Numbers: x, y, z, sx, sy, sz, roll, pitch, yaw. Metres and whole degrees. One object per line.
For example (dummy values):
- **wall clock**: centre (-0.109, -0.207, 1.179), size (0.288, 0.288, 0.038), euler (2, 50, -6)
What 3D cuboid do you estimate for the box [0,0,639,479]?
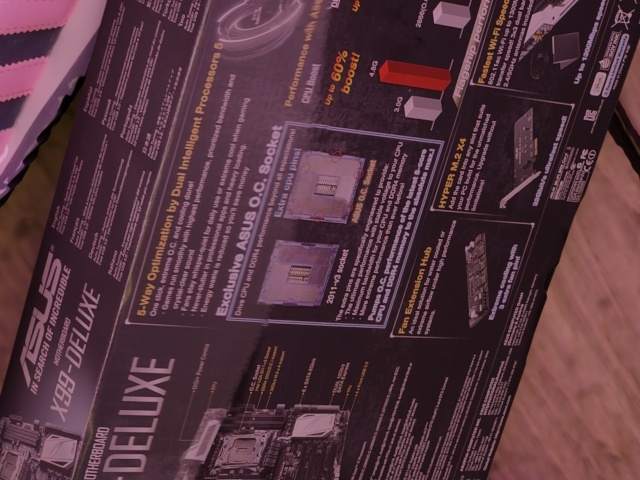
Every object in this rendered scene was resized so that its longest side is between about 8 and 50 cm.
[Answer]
- **box**: centre (0.000, 0.000, 0.845), size (0.242, 0.076, 0.307), euler (4, 110, -39)

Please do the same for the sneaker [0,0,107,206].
- **sneaker**: centre (-0.177, -0.076, 0.835), size (0.131, 0.112, 0.319), euler (33, 94, -9)
